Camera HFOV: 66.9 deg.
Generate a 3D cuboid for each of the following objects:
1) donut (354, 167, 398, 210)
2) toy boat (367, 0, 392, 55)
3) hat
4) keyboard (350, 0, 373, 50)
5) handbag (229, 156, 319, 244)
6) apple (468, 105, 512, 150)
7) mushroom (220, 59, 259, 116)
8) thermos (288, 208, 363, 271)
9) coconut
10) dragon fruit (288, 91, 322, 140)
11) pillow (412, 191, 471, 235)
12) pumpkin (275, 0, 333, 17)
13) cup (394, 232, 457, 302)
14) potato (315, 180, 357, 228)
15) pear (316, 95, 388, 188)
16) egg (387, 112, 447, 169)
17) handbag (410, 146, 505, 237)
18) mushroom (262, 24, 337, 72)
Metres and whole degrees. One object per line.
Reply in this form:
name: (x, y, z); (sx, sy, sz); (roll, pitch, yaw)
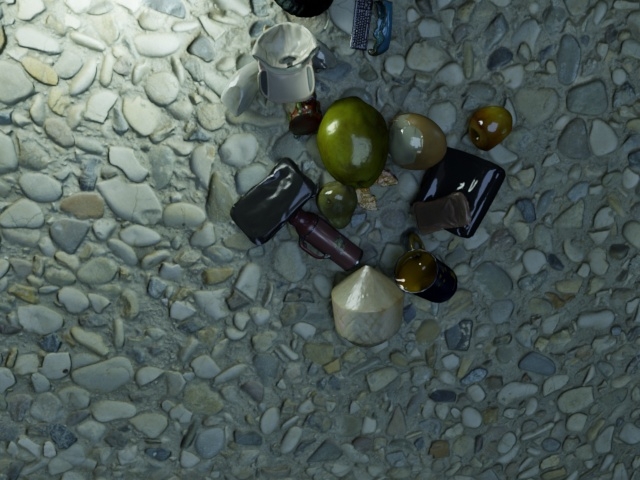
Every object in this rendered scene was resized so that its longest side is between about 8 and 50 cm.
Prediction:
donut: (0.199, -0.211, 1.870); (0.146, 0.078, 0.181); (32, 105, -17)
toy boat: (0.206, -0.747, 1.705); (0.077, 0.075, 0.186); (-4, 111, -13)
hat: (-0.104, -0.582, 1.618); (0.219, 0.164, 0.226); (-1, 146, 4)
keyboard: (0.147, -0.784, 1.717); (0.067, 0.011, 0.203); (3, 106, -13)
handbag: (-0.168, -0.148, 1.790); (0.332, 0.075, 0.192); (-43, 79, 4)
apple: (0.655, -0.432, 1.854); (0.147, 0.146, 0.163); (-24, 108, -7)
mushroom: (-0.231, -0.552, 1.670); (0.270, 0.103, 0.118); (-44, 109, -2)
thermos: (0.000, -0.005, 1.872); (0.330, 0.109, 0.136); (37, 97, -19)
coconut: (0.189, 0.243, 1.895); (0.328, 0.329, 0.329); (-3, 107, -10)
dragon fruit: (-0.045, -0.450, 1.734); (0.138, 0.142, 0.175); (18, 82, -55)
pillow: (0.457, -0.100, 1.833); (0.211, 0.034, 0.135); (-13, 87, 28)
pumpkin: (-0.046, -0.847, 1.536); (0.247, 0.248, 0.248); (-3, 107, -10)
cup: (0.436, 0.109, 1.928); (0.256, 0.178, 0.255); (25, 76, -52)
potato: (0.066, -0.132, 1.821); (0.157, 0.157, 0.194); (-16, 123, -6)
pear: (0.119, -0.345, 1.717); (0.268, 0.269, 0.322); (-7, 86, -9)
egg: (0.355, -0.359, 1.789); (0.244, 0.201, 0.201); (12, 104, -25)
handbag: (0.537, -0.192, 1.904); (0.275, 0.177, 0.302); (31, 104, 26)
mushroom: (-0.069, -0.668, 1.672); (0.277, 0.096, 0.099); (23, 56, -15)
